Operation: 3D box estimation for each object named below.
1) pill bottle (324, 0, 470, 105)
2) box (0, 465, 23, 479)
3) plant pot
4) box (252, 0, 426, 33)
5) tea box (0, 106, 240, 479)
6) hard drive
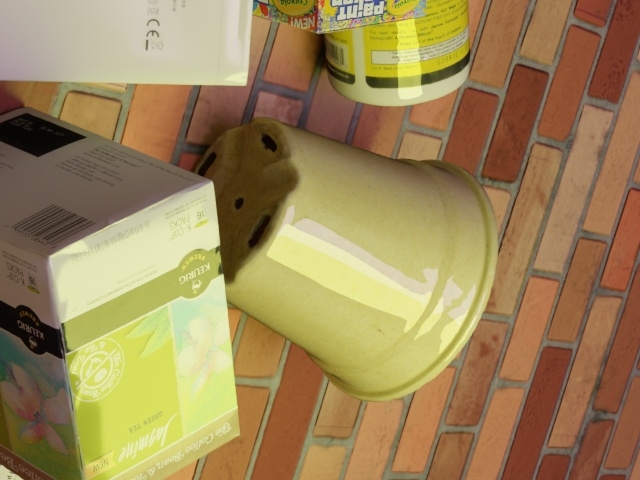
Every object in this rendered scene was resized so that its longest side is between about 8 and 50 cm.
[{"bbox_3d":[0.091,-0.354,2.151,0.188,0.188,0.334,-27,125,-36],"label":"pill bottle"},{"bbox_3d":[-0.333,0.281,2.103,0.186,0.038,0.145,22,90,-47],"label":"box"},{"bbox_3d":[0.000,0.000,2.146,0.305,0.334,0.334,26,88,-38],"label":"plant pot"},{"bbox_3d":[-0.030,-0.405,1.925,0.177,0.290,0.279,-16,117,-41],"label":"box"},{"bbox_3d":[-0.282,0.070,1.842,0.220,0.329,0.323,-28,125,-36],"label":"tea box"},{"bbox_3d":[-0.247,-0.284,1.811,0.353,0.047,0.233,0,109,-15],"label":"hard drive"}]
